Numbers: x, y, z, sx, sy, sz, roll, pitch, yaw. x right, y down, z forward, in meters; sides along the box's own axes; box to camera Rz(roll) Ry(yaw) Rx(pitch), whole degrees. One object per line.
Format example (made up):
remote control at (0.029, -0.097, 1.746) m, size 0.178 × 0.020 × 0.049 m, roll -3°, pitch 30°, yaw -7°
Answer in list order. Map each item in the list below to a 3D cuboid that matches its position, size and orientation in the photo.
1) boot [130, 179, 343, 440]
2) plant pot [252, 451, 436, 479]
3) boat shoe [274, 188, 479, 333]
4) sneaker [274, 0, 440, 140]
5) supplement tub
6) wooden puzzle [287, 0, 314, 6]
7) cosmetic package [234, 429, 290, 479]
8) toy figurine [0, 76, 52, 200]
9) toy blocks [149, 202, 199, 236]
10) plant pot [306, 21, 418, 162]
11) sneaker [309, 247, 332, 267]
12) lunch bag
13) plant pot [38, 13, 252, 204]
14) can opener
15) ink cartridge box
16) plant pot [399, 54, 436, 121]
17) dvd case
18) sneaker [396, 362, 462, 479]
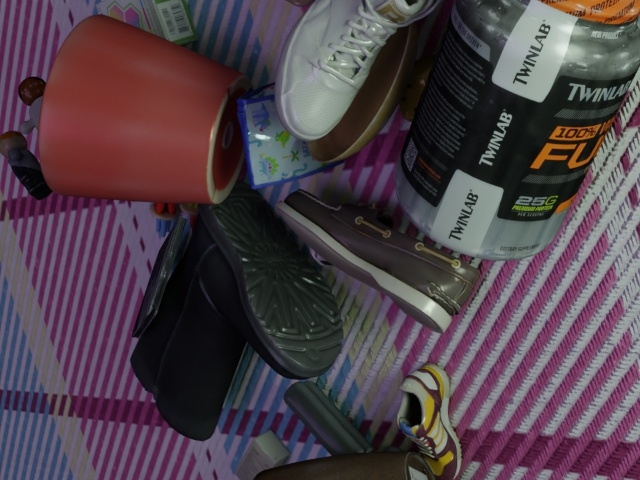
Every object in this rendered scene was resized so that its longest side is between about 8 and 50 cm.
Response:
boot at (-0.151, 0.183, 1.785) m, size 0.445 × 0.146 × 0.367 m, roll -59°, pitch 45°, yaw 38°
plant pot at (0.050, 0.390, 1.588) m, size 0.230 × 0.215 × 0.215 m, roll -26°, pitch 89°, yaw 22°
boat shoe at (0.072, 0.007, 1.539) m, size 0.324 × 0.096 × 0.116 m, roll 33°, pitch 170°, yaw 35°
sneaker at (0.047, -0.250, 1.301) m, size 0.292 × 0.108 × 0.169 m, roll -66°, pitch 21°, yaw 1°
supplement tub at (0.219, -0.161, 1.223) m, size 0.207 × 0.207 × 0.338 m, roll 40°, pitch 134°, yaw 26°
wooden puzzle at (-0.057, -0.464, 1.493) m, size 0.221 × 0.044 × 0.238 m, roll 37°, pitch 127°, yaw 28°
cosmetic package at (-0.102, 0.386, 1.941) m, size 0.060 × 0.041 × 0.115 m, roll 49°, pitch 136°, yaw 18°
toy figurine at (-0.423, -0.188, 1.873) m, size 0.148 × 0.209 × 0.213 m, roll 56°, pitch 138°, yaw 19°
toy blocks at (-0.232, -0.056, 1.855) m, size 0.123 × 0.054 × 0.148 m, roll 33°, pitch 131°, yaw 29°
plant pot at (0.056, -0.203, 1.412) m, size 0.236 × 0.032 × 0.236 m, roll -46°, pitch 33°, yaw 41°
sneaker at (0.000, 0.000, 1.658) m, size 0.037 × 0.032 × 0.083 m, roll -34°, pitch 84°, yaw 49°
lunch bag at (-0.049, -0.151, 1.546) m, size 0.096 × 0.151 × 0.128 m, roll 11°, pitch 117°, yaw 42°
plant pot at (-0.242, -0.174, 1.637) m, size 0.243 × 0.275 × 0.275 m, roll 14°, pitch 122°, yaw 11°
can opener at (0.061, 0.315, 1.732) m, size 0.280 × 0.074 × 0.093 m, roll 41°, pitch 100°, yaw 22°
ink cartridge box at (-0.291, -0.340, 1.772) m, size 0.209 × 0.062 × 0.109 m, roll -8°, pitch 104°, yaw 48°
plant pot at (0.139, -0.185, 1.386) m, size 0.081 × 0.083 × 0.081 m, roll -4°, pitch 106°, yaw 46°
dvd case at (-0.269, 0.066, 1.843) m, size 0.018 × 0.164 × 0.221 m, roll 20°, pitch 161°, yaw -11°
sneaker at (0.147, 0.272, 1.597) m, size 0.070 × 0.084 × 0.185 m, roll 3°, pitch 110°, yaw 45°
